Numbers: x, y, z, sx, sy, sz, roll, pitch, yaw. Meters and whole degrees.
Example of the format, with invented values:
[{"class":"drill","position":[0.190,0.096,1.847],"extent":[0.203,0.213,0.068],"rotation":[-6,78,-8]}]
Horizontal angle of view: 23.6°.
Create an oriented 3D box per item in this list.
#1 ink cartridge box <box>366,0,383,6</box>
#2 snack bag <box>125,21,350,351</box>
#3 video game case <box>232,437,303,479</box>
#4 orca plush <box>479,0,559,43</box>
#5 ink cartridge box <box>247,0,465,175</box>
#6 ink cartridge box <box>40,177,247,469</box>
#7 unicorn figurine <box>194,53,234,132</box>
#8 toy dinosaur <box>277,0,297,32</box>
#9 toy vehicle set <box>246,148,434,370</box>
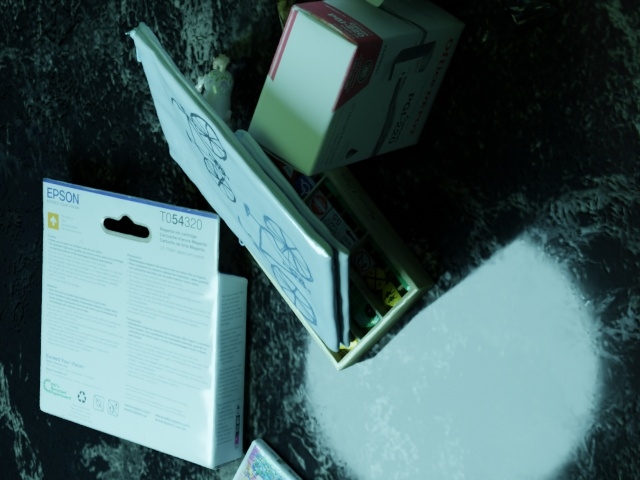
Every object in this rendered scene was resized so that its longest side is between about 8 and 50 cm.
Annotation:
[{"class":"ink cartridge box","position":[-0.036,-0.374,1.531],"extent":[0.115,0.273,0.198],"rotation":[-51,33,19]},{"class":"snack bag","position":[-0.079,-0.051,1.673],"extent":[0.342,0.037,0.323],"rotation":[49,169,18]},{"class":"video game case","position":[-0.062,0.353,1.940],"extent":[0.143,0.019,0.157],"rotation":[42,124,24]},{"class":"orca plush","position":[0.136,-0.343,1.569],"extent":[0.151,0.102,0.287],"rotation":[-9,95,40]},{"class":"ink cartridge box","position":[0.040,-0.169,1.610],"extent":[0.092,0.218,0.158],"rotation":[34,119,22]},{"class":"ink cartridge box","position":[-0.233,0.098,1.990],"extent":[0.324,0.071,0.330],"rotation":[13,105,37]},{"class":"unicorn figurine","position":[-0.120,-0.145,1.821],"extent":[0.111,0.060,0.162],"rotation":[163,96,-67]},{"class":"toy dinosaur","position":[-0.026,-0.208,1.720],"extent":[0.183,0.053,0.093],"rotation":[-111,-3,-54]},{"class":"toy vehicle set","position":[0.000,0.000,1.799],"extent":[0.267,0.035,0.166],"rotation":[53,127,17]}]
